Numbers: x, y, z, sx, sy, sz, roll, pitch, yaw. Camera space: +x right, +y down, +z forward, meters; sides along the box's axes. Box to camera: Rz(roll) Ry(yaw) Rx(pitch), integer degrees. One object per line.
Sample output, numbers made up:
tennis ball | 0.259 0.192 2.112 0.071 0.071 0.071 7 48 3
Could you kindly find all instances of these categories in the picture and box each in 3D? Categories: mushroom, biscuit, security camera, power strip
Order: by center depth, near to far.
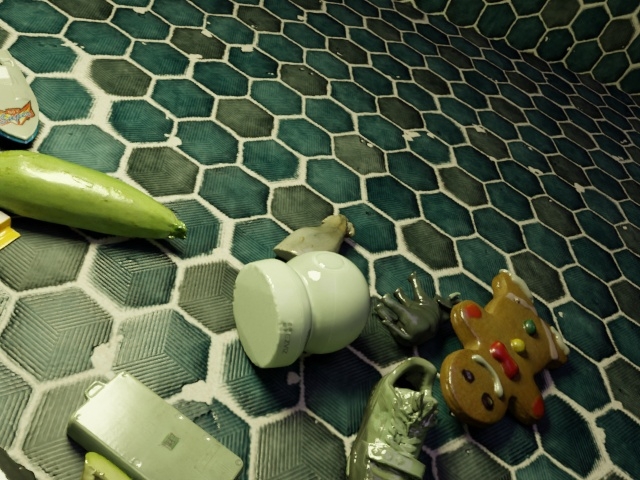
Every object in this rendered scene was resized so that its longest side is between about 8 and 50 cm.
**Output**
power strip | -0.236 0.301 0.857 0.270 0.046 0.118 34 38 8
security camera | -0.017 0.117 1.059 0.236 0.195 0.195 -7 52 -31
biscuit | 0.385 0.233 1.215 0.432 0.064 0.283 -24 78 -47
mushroom | 0.000 0.000 1.270 0.116 0.093 0.225 25 40 30

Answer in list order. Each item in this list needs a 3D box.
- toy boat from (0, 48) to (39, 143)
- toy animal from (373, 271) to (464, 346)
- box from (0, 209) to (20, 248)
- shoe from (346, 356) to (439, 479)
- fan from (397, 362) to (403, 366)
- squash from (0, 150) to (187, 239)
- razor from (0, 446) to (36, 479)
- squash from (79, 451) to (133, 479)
toy boat | -0.654 -0.296 1.210 0.129 0.088 0.295 -16 56 -39
toy animal | 0.217 0.140 1.259 0.269 0.082 0.137 -18 61 -45
box | -0.651 -0.052 1.001 0.247 0.033 0.129 31 40 3
shoe | 0.130 0.314 0.973 0.109 0.149 0.293 25 39 -6
fan | 0.183 0.274 1.154 0.083 0.004 0.056 32 40 4
squash | -0.426 -0.077 1.091 0.370 0.118 0.118 14 42 -17
razor | -0.473 0.354 0.617 0.204 0.113 0.349 38 41 15
squash | -0.195 0.378 0.753 0.252 0.093 0.169 18 86 -11
